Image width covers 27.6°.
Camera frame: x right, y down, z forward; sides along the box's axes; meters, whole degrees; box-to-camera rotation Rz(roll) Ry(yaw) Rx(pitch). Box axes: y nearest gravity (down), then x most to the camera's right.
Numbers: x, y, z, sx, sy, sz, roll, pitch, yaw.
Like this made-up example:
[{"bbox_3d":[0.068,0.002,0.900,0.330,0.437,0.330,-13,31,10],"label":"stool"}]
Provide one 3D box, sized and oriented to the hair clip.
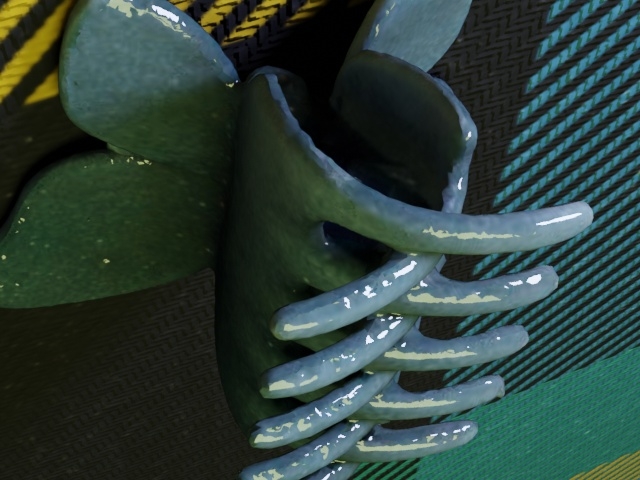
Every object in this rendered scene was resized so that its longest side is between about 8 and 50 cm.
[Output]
[{"bbox_3d":[0.000,0.000,0.816,0.392,0.238,0.318,-13,148,-22],"label":"hair clip"}]
